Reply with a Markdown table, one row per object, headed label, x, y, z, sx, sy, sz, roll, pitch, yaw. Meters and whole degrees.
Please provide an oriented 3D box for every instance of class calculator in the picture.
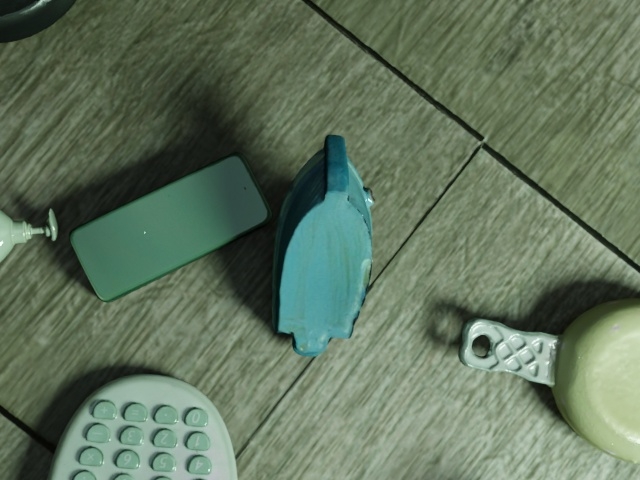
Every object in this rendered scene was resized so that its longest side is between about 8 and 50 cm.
| label | x | y | z | sx | sy | sz | roll | pitch | yaw |
| --- | --- | --- | --- | --- | --- | --- | --- | --- | --- |
| calculator | -0.169 | 0.273 | 1.044 | 0.184 | 0.042 | 0.295 | 6 | 81 | -6 |

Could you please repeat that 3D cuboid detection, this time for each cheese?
| label | x | y | z | sx | sy | sz | roll | pitch | yaw |
| --- | --- | --- | --- | --- | --- | --- | --- | --- | --- |
| cheese | 0.270 | 0.108 | 1.095 | 0.249 | 0.071 | 0.163 | 33 | 82 | -2 |

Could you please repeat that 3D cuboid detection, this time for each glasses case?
| label | x | y | z | sx | sy | sz | roll | pitch | yaw |
| --- | --- | --- | --- | --- | --- | --- | --- | --- | --- |
| glasses case | -0.142 | -0.013 | 1.074 | 0.184 | 0.039 | 0.078 | -26 | 88 | -8 |

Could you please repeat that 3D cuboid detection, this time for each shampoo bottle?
| label | x | y | z | sx | sy | sz | roll | pitch | yaw |
| --- | --- | --- | --- | --- | --- | --- | --- | --- | --- |
| shampoo bottle | -0.322 | -0.003 | 1.051 | 0.152 | 0.045 | 0.077 | -3 | 85 | -8 |

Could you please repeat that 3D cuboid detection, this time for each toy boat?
| label | x | y | z | sx | sy | sz | roll | pitch | yaw |
| --- | --- | --- | --- | --- | --- | --- | --- | --- | --- |
| toy boat | 0.000 | 0.000 | 1.053 | 0.088 | 0.102 | 0.215 | 4 | 123 | -7 |

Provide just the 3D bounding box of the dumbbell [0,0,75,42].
| label | x | y | z | sx | sy | sz | roll | pitch | yaw |
| --- | --- | --- | --- | --- | --- | --- | --- | --- | --- |
| dumbbell | -0.303 | -0.303 | 0.941 | 0.203 | 0.322 | 0.204 | 1 | 84 | -7 |
